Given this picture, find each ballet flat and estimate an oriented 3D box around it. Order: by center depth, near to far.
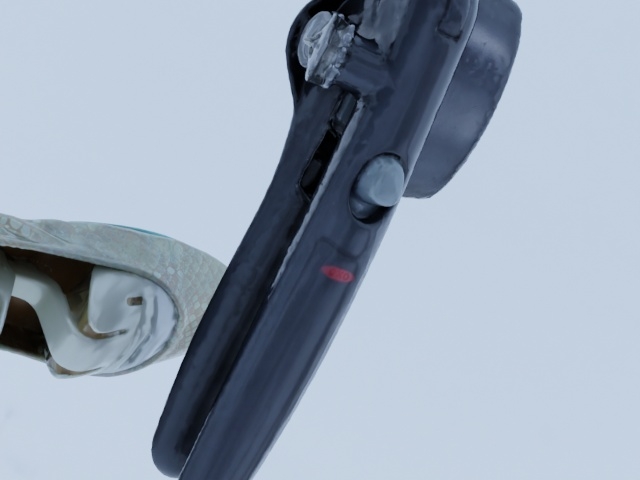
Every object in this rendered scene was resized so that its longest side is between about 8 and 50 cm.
[{"bbox_3d":[-0.095,0.020,0.518,0.168,0.052,0.057,14,124,-32],"label":"ballet flat"}]

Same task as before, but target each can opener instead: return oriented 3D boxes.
[{"bbox_3d":[0.000,0.000,0.496,0.073,0.186,0.059,26,-175,-21],"label":"can opener"}]
